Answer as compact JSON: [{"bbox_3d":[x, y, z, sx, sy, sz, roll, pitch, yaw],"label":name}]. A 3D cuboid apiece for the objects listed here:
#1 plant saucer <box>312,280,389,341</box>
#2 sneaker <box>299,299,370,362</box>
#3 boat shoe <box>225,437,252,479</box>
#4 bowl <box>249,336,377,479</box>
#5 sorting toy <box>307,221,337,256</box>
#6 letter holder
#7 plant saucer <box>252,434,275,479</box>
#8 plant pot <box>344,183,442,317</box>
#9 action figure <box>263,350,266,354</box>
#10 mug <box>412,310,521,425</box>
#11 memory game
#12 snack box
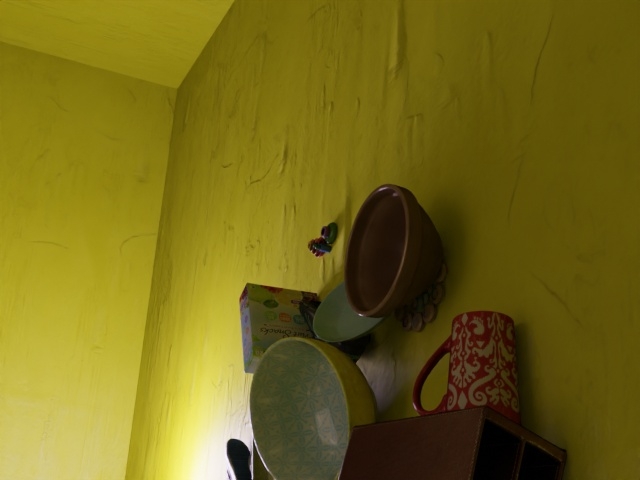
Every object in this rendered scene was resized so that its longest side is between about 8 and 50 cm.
[{"bbox_3d":[0.077,0.130,1.642,0.195,0.037,0.195,-27,29,16],"label":"plant saucer"},{"bbox_3d":[0.012,0.196,1.801,0.267,0.101,0.106,-145,67,-67],"label":"sneaker"},{"bbox_3d":[-0.211,0.579,2.179,0.183,0.066,0.066,-111,38,-53],"label":"boat shoe"},{"bbox_3d":[0.013,0.318,1.620,0.290,0.156,0.289,0,91,49],"label":"bowl"},{"bbox_3d":[0.000,0.000,2.006,0.061,0.042,0.102,-101,32,-43],"label":"sorting toy"},{"bbox_3d":[0.155,0.367,1.182,0.302,0.152,0.214,-26,38,54],"label":"letter holder"},{"bbox_3d":[-0.103,0.484,1.997,0.188,0.045,0.188,131,144,-49],"label":"plant saucer"},{"bbox_3d":[0.140,0.026,1.534,0.237,0.110,0.237,-168,90,-69],"label":"plant pot"},{"bbox_3d":[-0.050,0.366,1.803,0.185,0.099,0.284,-150,53,-63],"label":"action figure"},{"bbox_3d":[0.218,0.193,1.256,0.113,0.150,0.169,110,167,-63],"label":"mug"},{"bbox_3d":[0.178,0.077,1.580,0.186,0.012,0.186,-168,90,-68],"label":"memory game"},{"bbox_3d":[-0.085,0.202,1.930,0.070,0.175,0.207,119,152,-42],"label":"snack box"}]
